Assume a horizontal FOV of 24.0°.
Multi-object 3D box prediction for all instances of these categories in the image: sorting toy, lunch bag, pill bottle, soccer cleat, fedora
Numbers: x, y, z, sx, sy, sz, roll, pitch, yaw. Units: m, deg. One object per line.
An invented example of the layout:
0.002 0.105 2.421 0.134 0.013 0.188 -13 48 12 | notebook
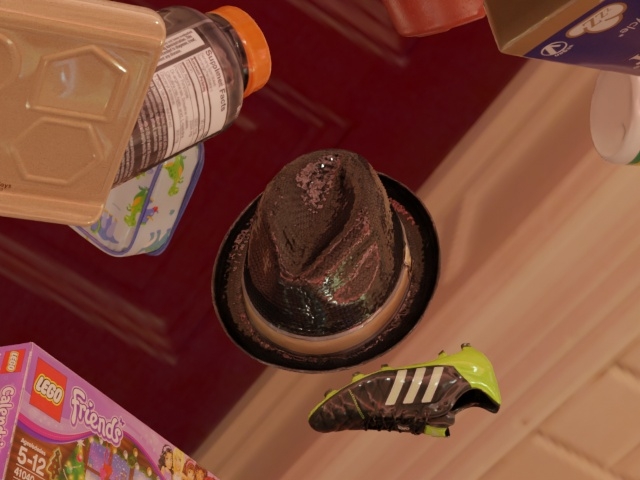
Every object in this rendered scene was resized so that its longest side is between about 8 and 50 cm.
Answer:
-0.240 -0.110 1.186 0.193 0.208 0.038 8 38 -23 | sorting toy
-0.245 -0.090 1.729 0.219 0.176 0.090 34 22 30 | lunch bag
0.404 -0.133 1.602 0.208 0.118 0.118 3 50 -15 | pill bottle
0.078 0.147 1.347 0.178 0.060 0.072 -16 61 -15 | soccer cleat
-0.161 -0.134 1.378 0.245 0.130 0.130 -30 74 -35 | pill bottle
0.000 0.000 1.926 0.334 0.152 0.334 -4 51 5 | fedora

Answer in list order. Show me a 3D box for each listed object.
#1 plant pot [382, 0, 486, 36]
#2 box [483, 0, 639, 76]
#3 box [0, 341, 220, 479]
0.119 -0.348 1.400 0.272 0.272 0.265 -39 111 -50 | plant pot
0.204 -0.129 0.756 0.225 0.136 0.037 -1 66 -45 | box
-0.183 0.234 1.195 0.293 0.057 0.201 47 41 -49 | box
